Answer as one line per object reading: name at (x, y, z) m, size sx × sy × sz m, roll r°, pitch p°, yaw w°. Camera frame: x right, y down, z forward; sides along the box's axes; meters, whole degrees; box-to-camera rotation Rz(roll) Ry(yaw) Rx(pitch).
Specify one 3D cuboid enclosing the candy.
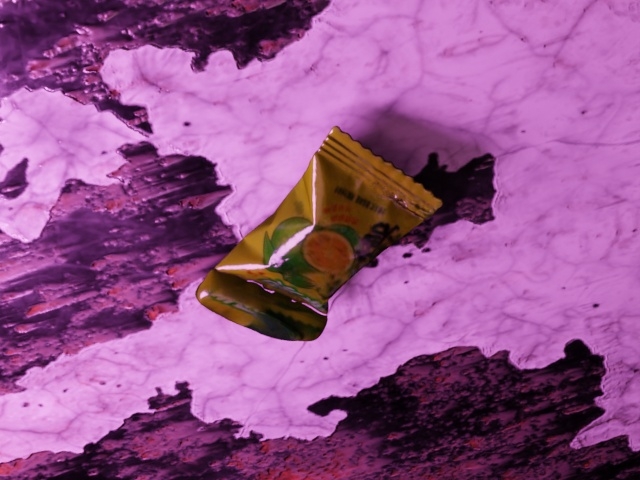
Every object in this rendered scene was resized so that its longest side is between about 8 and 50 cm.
candy at (0.000, 0.000, 1.528) m, size 0.149 × 0.069 × 0.246 m, roll 25°, pitch 130°, yaw -27°
